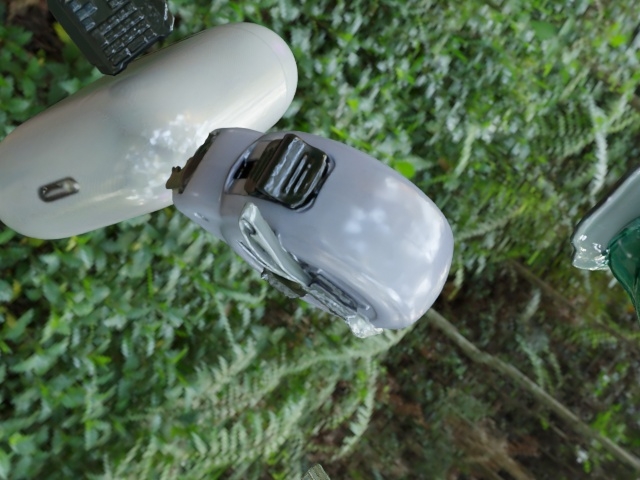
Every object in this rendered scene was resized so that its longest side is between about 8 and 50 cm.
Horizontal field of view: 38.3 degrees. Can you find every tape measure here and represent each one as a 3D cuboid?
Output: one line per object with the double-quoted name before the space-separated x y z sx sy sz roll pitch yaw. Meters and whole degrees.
"tape measure" 0.000 -0.001 0.670 0.196 0.178 0.105 37 72 -24

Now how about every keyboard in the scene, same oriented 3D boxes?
"keyboard" -0.261 -0.299 0.954 0.106 0.262 0.016 -37 -178 1

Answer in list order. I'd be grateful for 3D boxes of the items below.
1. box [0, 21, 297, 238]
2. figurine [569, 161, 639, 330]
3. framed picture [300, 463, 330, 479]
"box" -0.197 -0.131 1.059 0.289 0.141 0.349 -16 -160 31
"figurine" 0.423 0.077 0.893 0.231 0.340 0.323 11 128 -46
"framed picture" -0.055 0.392 0.974 0.016 0.216 0.273 38 91 -27
